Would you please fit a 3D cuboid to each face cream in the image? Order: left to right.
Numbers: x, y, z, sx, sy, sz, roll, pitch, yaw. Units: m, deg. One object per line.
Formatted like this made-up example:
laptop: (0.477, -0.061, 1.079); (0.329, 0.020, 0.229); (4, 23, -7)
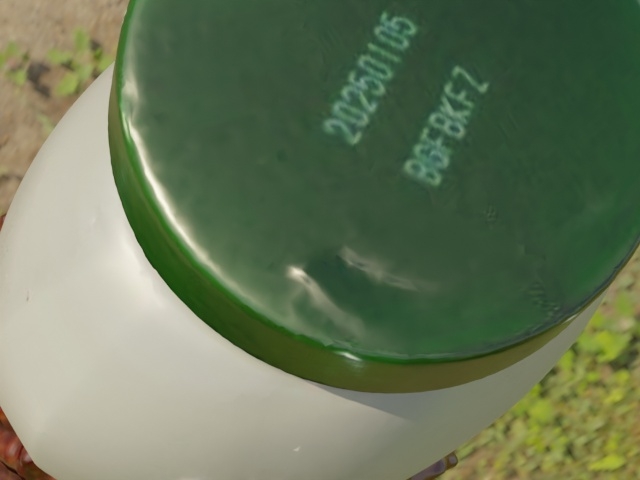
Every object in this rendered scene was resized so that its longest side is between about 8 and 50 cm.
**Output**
face cream: (0.000, 0.000, 0.826); (0.312, 0.357, 0.219); (-27, 79, -18)

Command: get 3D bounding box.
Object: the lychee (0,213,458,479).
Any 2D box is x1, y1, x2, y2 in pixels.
lychee: (-0.096, 0.120, 1.455); (0.424, 0.424, 0.500); (32, 97, -8)
